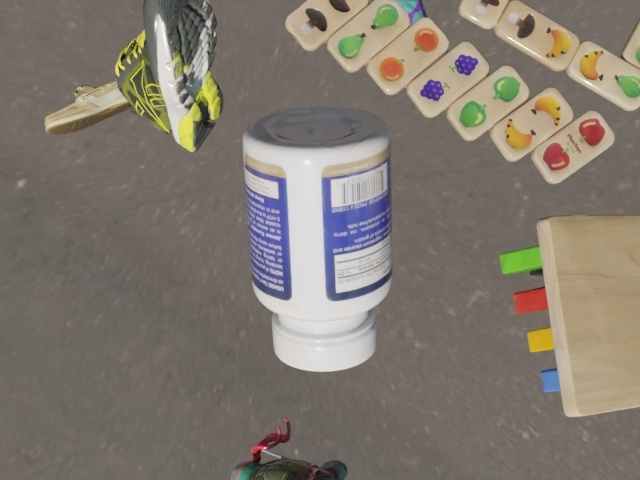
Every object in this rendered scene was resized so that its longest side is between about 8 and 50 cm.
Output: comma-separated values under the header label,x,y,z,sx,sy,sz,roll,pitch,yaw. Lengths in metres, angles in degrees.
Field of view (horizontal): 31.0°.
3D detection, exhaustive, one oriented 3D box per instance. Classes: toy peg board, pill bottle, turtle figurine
label,x,y,z,sx,sy,sz,roll,pitch,yaw
toy peg board,0.234,0.064,0.992,0.161,0.079,0.161,-1,81,-36
pill bottle,0.000,0.000,0.892,0.111,0.112,0.187,-3,113,-3
turtle figurine,-0.015,0.271,1.111,0.175,0.234,0.118,-48,140,-26

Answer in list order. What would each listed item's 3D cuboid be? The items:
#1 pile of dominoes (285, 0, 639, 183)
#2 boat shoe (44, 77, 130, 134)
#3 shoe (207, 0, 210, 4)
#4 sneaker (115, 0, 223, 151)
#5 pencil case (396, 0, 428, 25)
label,x,y,z,sx,sy,sz,roll,pitch,yaw
pile of dominoes,0.124,-0.167,0.785,0.251,0.040,0.196,29,81,-3
boat shoe,-0.283,-0.171,1.430,0.135,0.050,0.045,-25,85,-25
shoe,-0.195,-0.323,1.237,0.058,0.076,0.219,-23,75,-44
sneaker,-0.056,-0.059,0.398,0.035,0.083,0.031,21,63,10
pencil case,0.121,-0.246,1.427,0.070,0.064,0.152,-33,73,35
